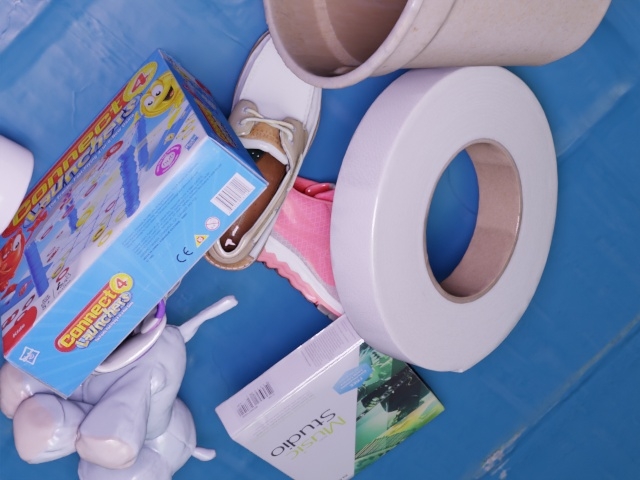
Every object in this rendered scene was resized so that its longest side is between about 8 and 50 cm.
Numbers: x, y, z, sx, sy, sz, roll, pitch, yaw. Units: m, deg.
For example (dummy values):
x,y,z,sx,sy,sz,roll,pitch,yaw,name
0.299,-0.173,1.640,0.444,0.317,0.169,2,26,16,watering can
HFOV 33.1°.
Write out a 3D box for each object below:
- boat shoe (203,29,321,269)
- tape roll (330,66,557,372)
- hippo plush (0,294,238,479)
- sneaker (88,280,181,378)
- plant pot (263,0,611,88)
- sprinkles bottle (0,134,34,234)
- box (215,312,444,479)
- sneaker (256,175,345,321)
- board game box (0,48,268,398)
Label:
x,y,z,sx,sy,sz,roll,pitch,yaw,name
-0.064,-0.110,1.258,0.113,0.103,0.302,14,86,-5,boat shoe
0.166,-0.028,1.350,0.392,0.072,0.392,-14,109,-45,tape roll
-0.264,0.213,1.389,0.294,0.234,0.236,-55,153,-35,hippo plush
-0.196,0.049,1.260,0.102,0.161,0.282,44,61,-24,sneaker
0.148,-0.318,1.180,0.305,0.334,0.334,2,116,-32,plant pot
-0.491,-0.121,1.151,0.355,0.121,0.121,28,104,-29,sprinkles bottle
0.025,0.232,1.482,0.232,0.058,0.322,-37,147,3,box
0.000,0.000,1.389,0.314,0.116,0.136,38,98,-31,sneaker
-0.224,-0.033,1.183,0.308,0.302,0.086,-46,121,7,board game box
